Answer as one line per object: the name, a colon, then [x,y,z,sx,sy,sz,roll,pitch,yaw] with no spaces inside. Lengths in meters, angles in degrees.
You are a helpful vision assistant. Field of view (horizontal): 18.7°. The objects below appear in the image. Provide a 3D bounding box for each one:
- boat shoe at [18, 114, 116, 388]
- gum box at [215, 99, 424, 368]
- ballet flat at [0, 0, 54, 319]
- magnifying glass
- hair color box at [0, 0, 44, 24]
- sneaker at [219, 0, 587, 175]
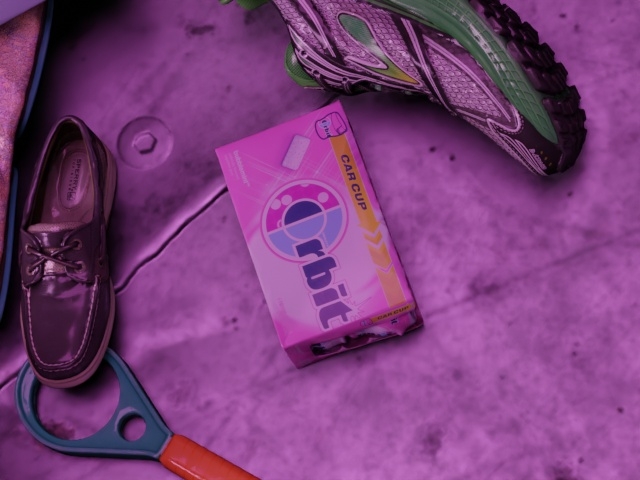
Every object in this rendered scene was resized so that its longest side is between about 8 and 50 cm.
boat shoe: [-0.206,0.004,1.535,0.080,0.073,0.224,-4,62,11]
gum box: [0.000,0.000,1.514,0.107,0.062,0.188,-21,69,4]
ballet flat: [-0.287,-0.082,1.564,0.106,0.107,0.316,13,70,-20]
magnifying glass: [-0.138,0.151,1.510,0.231,0.026,0.092,28,78,18]
hair color box: [-0.354,-0.216,1.582,0.374,0.114,0.185,-29,30,2]
sneaker: [0.065,-0.157,1.539,0.343,0.134,0.146,39,104,18]
